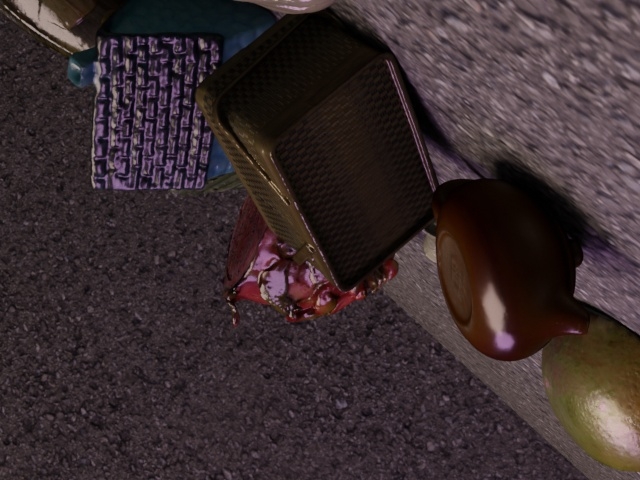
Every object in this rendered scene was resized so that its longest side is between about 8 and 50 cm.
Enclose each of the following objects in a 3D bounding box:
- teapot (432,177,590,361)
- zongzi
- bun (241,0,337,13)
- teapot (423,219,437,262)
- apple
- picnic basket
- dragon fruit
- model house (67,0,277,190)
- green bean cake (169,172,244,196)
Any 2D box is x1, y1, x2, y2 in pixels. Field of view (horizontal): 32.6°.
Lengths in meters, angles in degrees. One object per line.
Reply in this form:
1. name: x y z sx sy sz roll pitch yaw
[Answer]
1. teapot: 0.184 0.013 1.071 0.252 0.135 0.178 -112 18 -51
2. zongzi: -0.474 -0.495 1.963 0.403 0.208 0.432 38 163 8
3. bun: -0.044 -0.234 0.892 0.138 0.094 0.138 43 173 7
4. teapot: 0.164 -0.012 1.483 0.083 0.057 0.067 66 -166 -67
5. apple: 0.328 0.170 1.287 0.193 0.120 0.265 57 170 -18
6. picnic basket: 0.004 -0.090 1.133 0.139 0.165 0.266 38 163 41
7. dragon fruit: 0.000 0.000 1.844 0.263 0.314 0.296 19 -153 -15
8. model house: -0.222 -0.187 1.363 0.226 0.241 0.261 37 135 28
9. green bean cake: -0.164 -0.178 1.655 0.227 0.125 0.222 -15 -100 -56
